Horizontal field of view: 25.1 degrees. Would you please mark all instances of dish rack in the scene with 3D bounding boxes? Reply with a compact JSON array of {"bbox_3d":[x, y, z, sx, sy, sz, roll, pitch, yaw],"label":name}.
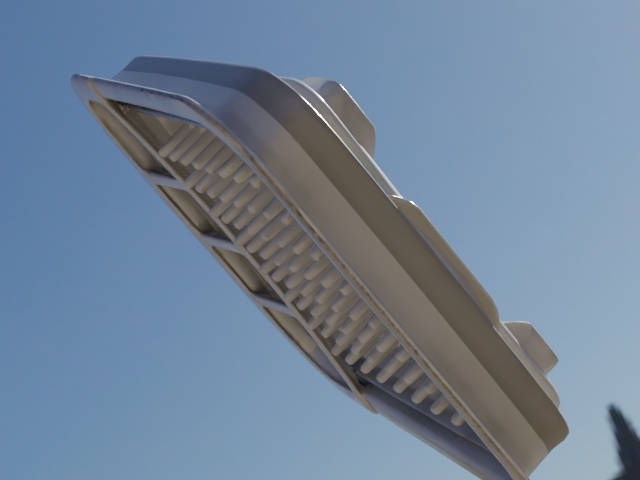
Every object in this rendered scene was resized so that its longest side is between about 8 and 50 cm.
[{"bbox_3d":[0.000,0.000,0.812,0.072,0.285,0.333,-43,20,-9],"label":"dish rack"}]
